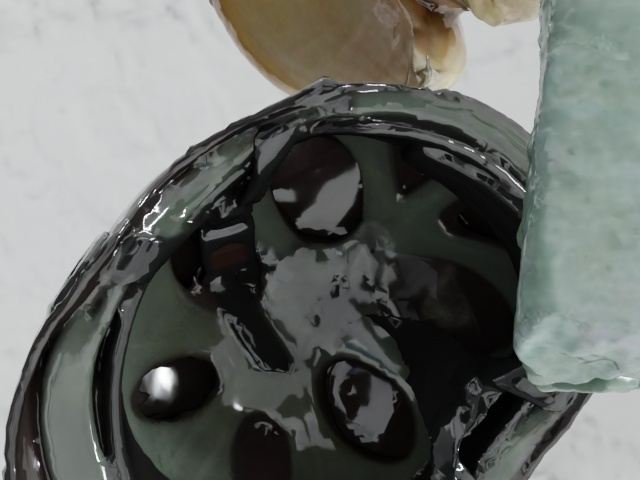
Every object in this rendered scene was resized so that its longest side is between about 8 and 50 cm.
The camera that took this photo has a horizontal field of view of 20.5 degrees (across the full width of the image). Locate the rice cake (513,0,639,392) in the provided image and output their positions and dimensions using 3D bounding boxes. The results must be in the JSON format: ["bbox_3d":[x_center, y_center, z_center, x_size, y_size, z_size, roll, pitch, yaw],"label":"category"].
[{"bbox_3d":[0.114,-0.108,0.668,0.063,0.066,0.336,65,29,-67],"label":"rice cake"}]

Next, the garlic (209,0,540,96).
[{"bbox_3d":[0.051,-0.237,1.335,0.313,0.286,0.249,41,-2,18],"label":"garlic"}]

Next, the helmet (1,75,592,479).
[{"bbox_3d":[-0.016,0.057,0.857,0.225,0.305,0.177,48,-2,-11],"label":"helmet"}]
